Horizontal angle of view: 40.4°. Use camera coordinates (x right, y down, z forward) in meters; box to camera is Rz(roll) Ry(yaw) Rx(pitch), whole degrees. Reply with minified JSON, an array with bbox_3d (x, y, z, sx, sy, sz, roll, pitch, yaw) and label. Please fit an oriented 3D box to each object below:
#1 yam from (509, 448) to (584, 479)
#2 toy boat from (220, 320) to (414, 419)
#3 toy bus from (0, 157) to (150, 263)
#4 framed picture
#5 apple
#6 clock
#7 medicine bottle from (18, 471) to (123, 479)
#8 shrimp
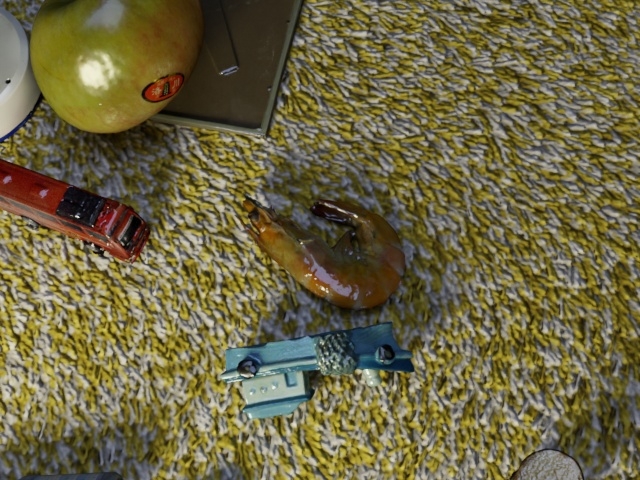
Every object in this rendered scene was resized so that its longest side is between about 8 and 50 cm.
[{"bbox_3d":[0.260,0.282,0.999,0.084,0.127,0.084,-2,71,7],"label":"yam"},{"bbox_3d":[-0.001,0.163,1.088,0.238,0.109,0.098,-11,88,4],"label":"toy boat"},{"bbox_3d":[-0.353,-0.044,1.201,0.235,0.096,0.073,20,74,14],"label":"toy bus"},{"bbox_3d":[-0.142,-0.282,1.317,0.189,0.023,0.260,9,69,9],"label":"framed picture"},{"bbox_3d":[-0.287,-0.280,1.213,0.261,0.194,0.260,-22,45,25],"label":"apple"},{"bbox_3d":[-0.537,-0.248,1.309,0.230,0.083,0.230,-2,70,5],"label":"clock"},{"bbox_3d":[-0.343,0.326,1.057,0.203,0.083,0.083,-3,68,6],"label":"medicine bottle"},{"bbox_3d":[0.000,0.000,1.173,0.249,0.068,0.150,28,60,10],"label":"shrimp"}]
